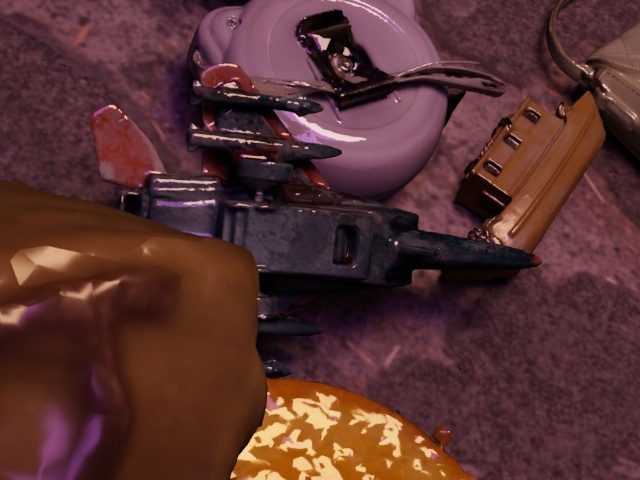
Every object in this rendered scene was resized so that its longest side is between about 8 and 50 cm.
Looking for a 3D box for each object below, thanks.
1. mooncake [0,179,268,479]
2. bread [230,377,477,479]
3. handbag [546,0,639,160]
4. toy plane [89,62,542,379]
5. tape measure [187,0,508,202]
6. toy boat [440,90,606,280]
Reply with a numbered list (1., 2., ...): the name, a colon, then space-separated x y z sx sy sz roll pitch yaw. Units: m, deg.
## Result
1. mooncake: -0.160 0.180 0.746 0.393 0.246 0.394 -50 127 -26
2. bread: 0.026 0.224 0.907 0.179 0.194 0.340 -9 61 -22
3. handbag: 0.313 -0.160 1.306 0.256 0.079 0.219 -33 66 -32
4. toy plane: 0.001 0.000 1.053 0.326 0.104 0.222 6 93 -10
5. tape measure: 0.013 -0.115 1.148 0.196 0.105 0.178 -27 74 -31
6. toy boat: 0.148 -0.043 1.186 0.077 0.057 0.200 34 57 6
